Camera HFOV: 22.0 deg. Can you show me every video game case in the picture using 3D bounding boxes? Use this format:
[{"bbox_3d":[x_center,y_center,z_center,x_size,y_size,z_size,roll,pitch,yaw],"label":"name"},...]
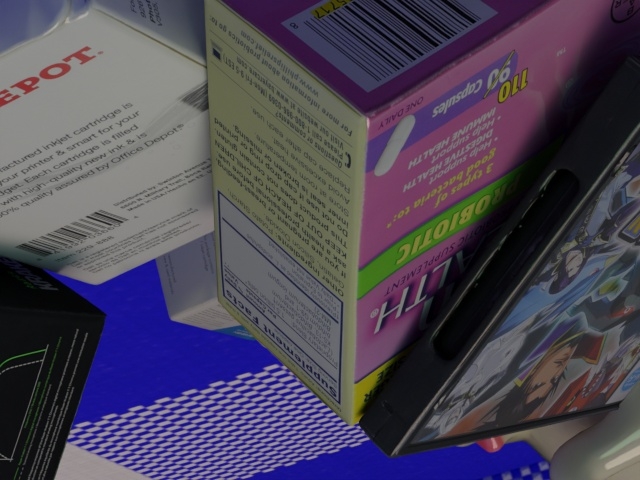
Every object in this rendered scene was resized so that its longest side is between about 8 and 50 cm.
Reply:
[{"bbox_3d":[0.171,0.012,0.938,0.275,0.035,0.248,-2,132,-54],"label":"video game case"}]

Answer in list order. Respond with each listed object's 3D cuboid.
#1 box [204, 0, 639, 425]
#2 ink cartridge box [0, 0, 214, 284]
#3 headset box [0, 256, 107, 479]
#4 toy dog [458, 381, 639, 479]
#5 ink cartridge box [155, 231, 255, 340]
[{"bbox_3d":[0.059,-0.060,0.873,0.213,0.117,0.243,-33,148,-26],"label":"box"},{"bbox_3d":[-0.137,-0.088,0.900,0.211,0.121,0.289,-23,159,21],"label":"ink cartridge box"},{"bbox_3d":[-0.318,0.047,0.952,0.246,0.131,0.283,27,-168,41],"label":"headset box"},{"bbox_3d":[0.260,0.086,1.408,0.408,0.395,0.284,7,161,7],"label":"toy dog"},{"bbox_3d":[0.000,0.000,1.308,0.231,0.078,0.134,-23,160,23],"label":"ink cartridge box"}]
